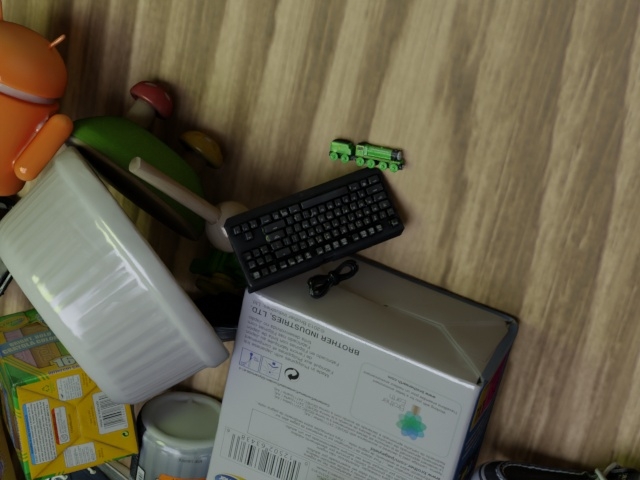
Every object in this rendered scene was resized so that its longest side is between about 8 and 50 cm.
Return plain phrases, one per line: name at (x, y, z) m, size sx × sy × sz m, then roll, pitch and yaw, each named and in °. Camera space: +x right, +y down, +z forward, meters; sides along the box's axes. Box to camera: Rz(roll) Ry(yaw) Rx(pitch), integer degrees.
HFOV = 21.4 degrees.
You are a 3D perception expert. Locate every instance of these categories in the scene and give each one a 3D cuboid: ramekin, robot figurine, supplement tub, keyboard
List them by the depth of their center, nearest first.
keyboard at (0.000, 0.000, 1.716) m, size 0.108 × 0.180 × 0.023 m, roll 69°, pitch 159°, yaw 1°
ramekin at (-0.221, 0.048, 1.742) m, size 0.127 × 0.273 × 0.273 m, roll -38°, pitch 96°, yaw -4°
robot figurine at (-0.341, -0.133, 1.766) m, size 0.128 × 0.158 × 0.219 m, roll 18°, pitch 105°, yaw -30°
supplement tub at (-0.165, 0.281, 1.970) m, size 0.117 × 0.117 × 0.190 m, roll 20°, pitch 122°, yaw 16°

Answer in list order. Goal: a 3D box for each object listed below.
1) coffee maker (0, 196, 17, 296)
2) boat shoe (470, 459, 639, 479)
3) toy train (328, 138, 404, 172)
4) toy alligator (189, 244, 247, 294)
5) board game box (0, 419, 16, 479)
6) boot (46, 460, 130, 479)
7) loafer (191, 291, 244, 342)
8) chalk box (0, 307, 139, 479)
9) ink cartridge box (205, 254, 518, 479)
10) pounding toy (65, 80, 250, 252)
coffee maker at (-0.444, 0.002, 1.937) m, size 0.178 × 0.120 × 0.171 m, roll 34°, pitch 129°, yaw -19°
boat shoe at (0.303, 0.277, 1.746) m, size 0.301 × 0.108 × 0.102 m, roll 21°, pitch 122°, yaw 13°
toy train at (0.047, -0.088, 1.744) m, size 0.083 × 0.017 × 0.024 m, roll 12°, pitch 108°, yaw 21°
toy alligator at (-0.084, 0.030, 1.820) m, size 0.051 × 0.056 × 0.189 m, roll 28°, pitch 162°, yaw -23°
board game box at (-0.488, 0.258, 2.079) m, size 0.242 × 0.064 × 0.316 m, roll 21°, pitch 142°, yaw 20°
boot at (-0.309, 0.283, 2.060) m, size 0.190 × 0.086 × 0.069 m, roll 28°, pitch 123°, yaw 11°
loafer at (-0.130, 0.097, 1.903) m, size 0.170 × 0.062 × 0.061 m, roll 3°, pitch 127°, yaw 34°
chalk box at (-0.302, 0.156, 1.940) m, size 0.132 × 0.213 × 0.132 m, roll -14°, pitch 117°, yaw -17°
ink cartridge box at (0.027, 0.229, 1.829) m, size 0.270 × 0.151 × 0.395 m, roll 22°, pitch 120°, yaw 15°
pounding toy at (-0.158, -0.090, 1.780) m, size 0.183 × 0.110 × 0.237 m, roll 42°, pitch 170°, yaw -34°
